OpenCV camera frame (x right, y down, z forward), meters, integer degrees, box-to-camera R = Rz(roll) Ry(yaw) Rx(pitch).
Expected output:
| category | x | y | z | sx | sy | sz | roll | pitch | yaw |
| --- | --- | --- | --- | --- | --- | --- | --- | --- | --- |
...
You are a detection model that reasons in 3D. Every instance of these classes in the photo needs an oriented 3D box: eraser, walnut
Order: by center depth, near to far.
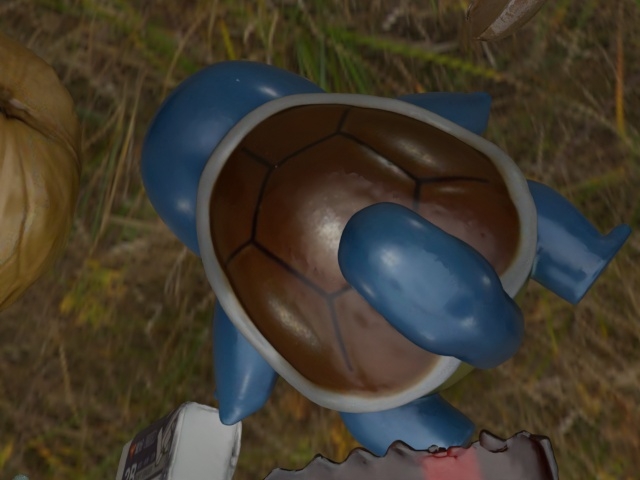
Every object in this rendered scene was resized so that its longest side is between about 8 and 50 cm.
| category | x | y | z | sx | sy | sz | roll | pitch | yaw |
| --- | --- | --- | --- | --- | --- | --- | --- | --- | --- |
| walnut | -0.248 | -0.035 | 1.169 | 0.222 | 0.195 | 0.195 | -19 | 115 | 36 |
| eraser | -0.143 | 0.230 | 1.805 | 0.068 | 0.210 | 0.124 | 17 | 68 | -16 |

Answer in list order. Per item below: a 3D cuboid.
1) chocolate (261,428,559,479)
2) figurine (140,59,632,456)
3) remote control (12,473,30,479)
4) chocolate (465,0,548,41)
| category | x | y | z | sx | sy | sz | roll | pitch | yaw |
| --- | --- | --- | --- | --- | --- | --- | --- | --- | --- |
| chocolate | 0.039 | 0.134 | 0.462 | 0.086 | 0.028 | 0.182 | -15 | 90 | 23 |
| figurine | 0.032 | 0.020 | 1.286 | 0.243 | 0.416 | 0.298 | 31 | 92 | -31 |
| remote control | -0.222 | 0.247 | 1.599 | 0.018 | 0.124 | 0.053 | -21 | 140 | -24 |
| chocolate | 0.126 | -0.154 | 1.141 | 0.031 | 0.064 | 0.100 | 33 | 106 | -12 |
